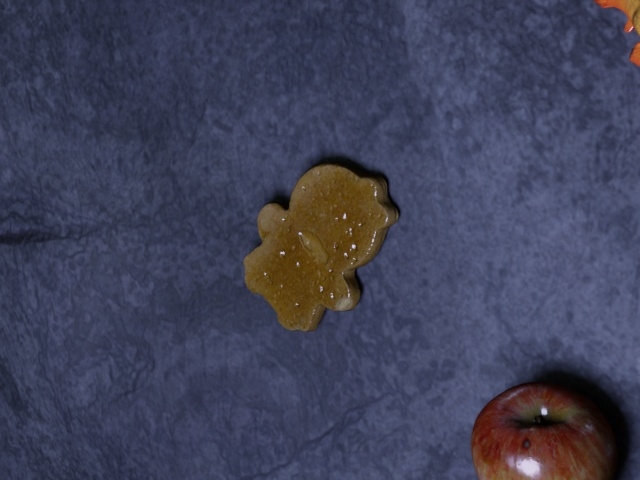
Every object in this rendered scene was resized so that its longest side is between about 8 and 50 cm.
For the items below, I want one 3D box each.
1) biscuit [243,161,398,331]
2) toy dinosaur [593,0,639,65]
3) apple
[{"bbox_3d":[0.000,0.000,1.732,0.166,0.036,0.225,46,120,23],"label":"biscuit"},{"bbox_3d":[0.364,-0.166,1.387,0.288,0.070,0.117,31,127,35],"label":"toy dinosaur"},{"bbox_3d":[0.228,0.221,1.520,0.146,0.146,0.131,19,137,35],"label":"apple"}]
